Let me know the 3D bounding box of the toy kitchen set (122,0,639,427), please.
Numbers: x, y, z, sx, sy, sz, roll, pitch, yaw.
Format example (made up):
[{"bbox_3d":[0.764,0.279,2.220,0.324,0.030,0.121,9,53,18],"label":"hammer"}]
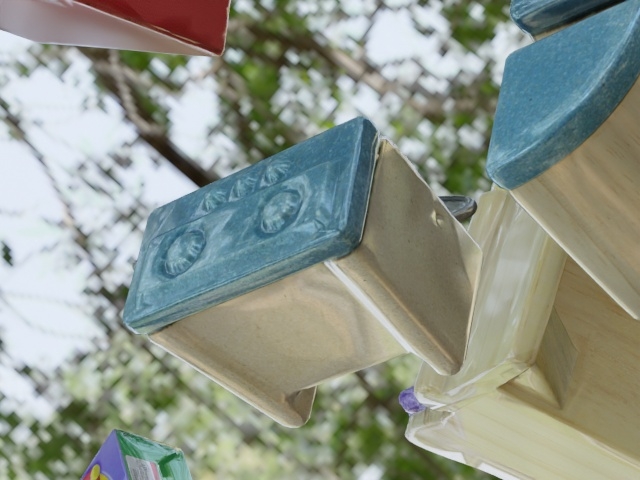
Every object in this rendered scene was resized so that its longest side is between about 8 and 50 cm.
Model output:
[{"bbox_3d":[0.027,-0.079,0.520,0.166,0.122,0.207,-22,39,36],"label":"toy kitchen set"}]

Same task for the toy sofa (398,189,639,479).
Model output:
[{"bbox_3d":[0.241,0.103,1.152,0.177,0.363,0.150,-40,26,62],"label":"toy sofa"}]

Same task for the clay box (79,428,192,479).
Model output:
[{"bbox_3d":[-0.137,0.230,1.037,0.053,0.127,0.222,22,-67,-30],"label":"clay box"}]

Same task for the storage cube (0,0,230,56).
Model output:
[{"bbox_3d":[-0.176,-0.239,1.296,0.193,0.215,0.183,15,-97,-58],"label":"storage cube"}]

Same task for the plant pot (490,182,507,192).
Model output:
[{"bbox_3d":[0.249,-0.055,1.241,0.254,0.254,0.239,-31,-35,-38],"label":"plant pot"}]

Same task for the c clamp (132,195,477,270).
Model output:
[{"bbox_3d":[0.000,0.000,0.998,0.137,0.161,0.022,-20,-79,-40],"label":"c clamp"}]
